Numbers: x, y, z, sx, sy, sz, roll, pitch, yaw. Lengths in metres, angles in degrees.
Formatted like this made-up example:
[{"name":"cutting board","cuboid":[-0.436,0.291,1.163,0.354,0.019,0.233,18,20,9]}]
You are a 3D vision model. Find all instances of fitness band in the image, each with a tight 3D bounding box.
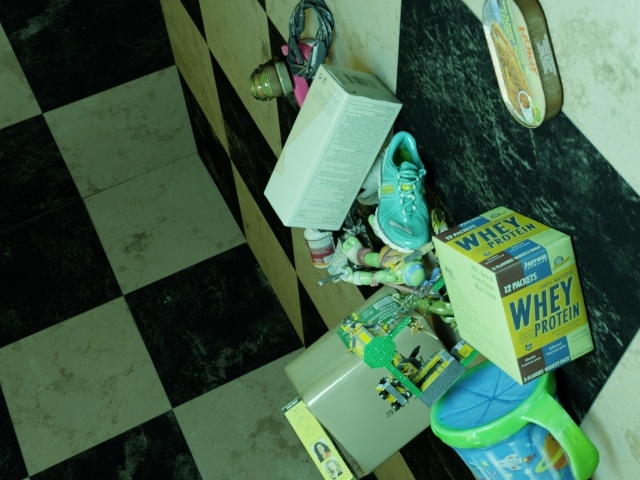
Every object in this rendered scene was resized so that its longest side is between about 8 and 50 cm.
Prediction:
[{"name":"fitness band","cuboid":[-0.018,-0.376,1.977,0.291,0.054,0.209,38,149,67]}]

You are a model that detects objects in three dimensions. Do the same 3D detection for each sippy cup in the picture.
[{"name":"sippy cup","cuboid":[0.349,0.355,1.470,0.224,0.240,0.305,59,-168,-13]}]

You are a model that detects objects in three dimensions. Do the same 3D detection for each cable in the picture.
[{"name":"cable","cuboid":[-0.025,-0.448,1.806,0.150,0.047,0.185,42,131,51]}]

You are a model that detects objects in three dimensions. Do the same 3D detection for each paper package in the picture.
[{"name":"paper package","cuboid":[0.131,0.314,1.866,0.309,0.324,0.168,54,177,-36]}]

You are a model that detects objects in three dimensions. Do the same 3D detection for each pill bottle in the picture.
[{"name":"pill bottle","cuboid":[0.000,0.000,2.496,0.086,0.086,0.152,43,153,60]}]

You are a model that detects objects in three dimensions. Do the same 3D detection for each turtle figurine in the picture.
[{"name":"turtle figurine","cuboid":[0.118,0.000,1.797,0.266,0.274,0.198,-139,62,-71]}]

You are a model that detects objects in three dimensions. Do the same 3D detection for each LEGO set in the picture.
[{"name":"LEGO set","cuboid":[0.187,0.130,1.501,0.255,0.331,0.192,36,-178,-26]}]

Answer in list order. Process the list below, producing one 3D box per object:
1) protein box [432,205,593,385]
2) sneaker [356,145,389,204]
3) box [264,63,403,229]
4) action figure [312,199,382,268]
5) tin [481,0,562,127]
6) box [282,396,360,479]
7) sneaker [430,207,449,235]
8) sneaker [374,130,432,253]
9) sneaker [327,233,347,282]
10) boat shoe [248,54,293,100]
[{"name":"protein box","cuboid":[0.303,0.080,1.309,0.200,0.136,0.201,40,151,64]},{"name":"sneaker","cuboid":[0.093,-0.129,1.815,0.099,0.121,0.262,65,167,9]},{"name":"box","cuboid":[0.020,-0.179,1.651,0.121,0.148,0.311,55,128,41]},{"name":"action figure","cuboid":[0.055,-0.057,2.024,0.141,0.164,0.276,36,154,56]},{"name":"tin","cuboid":[0.269,-0.244,1.098,0.106,0.040,0.190,-138,27,-70]},{"name":"box","cuboid":[0.004,0.461,1.838,0.232,0.058,0.087,51,176,35]},{"name":"sneaker","cuboid":[0.237,-0.029,1.632,0.035,0.031,0.083,-110,5,-68]},{"name":"sneaker","cuboid":[0.156,-0.091,1.555,0.110,0.107,0.275,101,167,-50]},{"name":"sneaker","cuboid":[0.058,0.062,2.383,0.191,0.082,0.071,83,161,-48]},{"name":"boat shoe","cuboid":[-0.141,-0.424,2.175,0.307,0.104,0.111,-119,11,-82]}]
